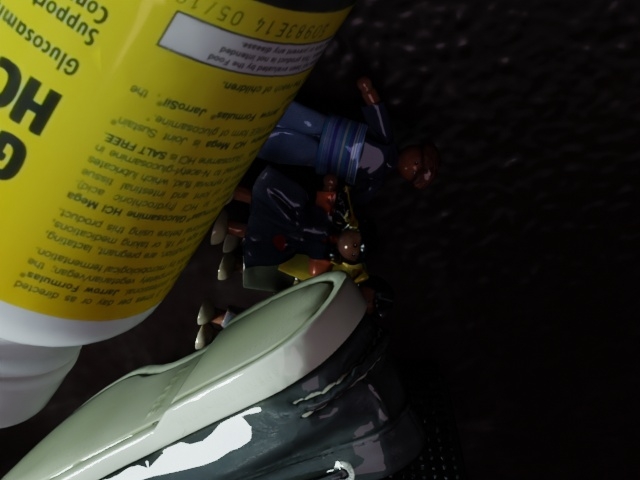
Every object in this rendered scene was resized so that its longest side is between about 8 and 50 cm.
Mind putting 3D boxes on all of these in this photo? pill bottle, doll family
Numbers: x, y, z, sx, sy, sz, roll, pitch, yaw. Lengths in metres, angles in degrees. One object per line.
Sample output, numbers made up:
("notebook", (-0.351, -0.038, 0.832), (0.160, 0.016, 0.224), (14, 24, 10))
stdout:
("pill bottle", (-0.123, -0.071, 0.785), (0.188, 0.188, 0.334), (25, 118, -19))
("doll family", (0.000, 0.000, 0.906), (0.111, 0.076, 0.193), (16, 127, 8))

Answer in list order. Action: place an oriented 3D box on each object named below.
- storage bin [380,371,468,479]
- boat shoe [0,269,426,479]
("storage bin", (0.036, 0.171, 0.958), (0.084, 0.180, 0.122), (3, 122, -7))
("boat shoe", (-0.071, 0.128, 0.901), (0.340, 0.127, 0.113), (-31, 104, 37))
